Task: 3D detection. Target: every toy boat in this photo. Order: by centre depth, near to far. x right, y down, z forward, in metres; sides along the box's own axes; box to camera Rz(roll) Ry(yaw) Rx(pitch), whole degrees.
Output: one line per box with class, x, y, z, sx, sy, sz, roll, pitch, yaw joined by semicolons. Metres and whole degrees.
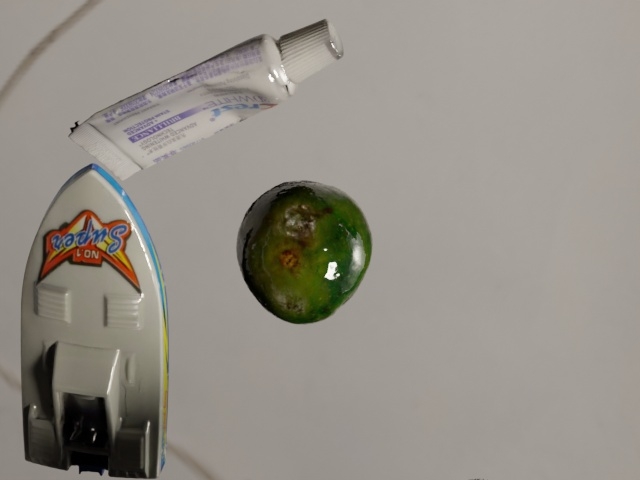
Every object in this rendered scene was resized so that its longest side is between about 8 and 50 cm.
toy boat;-0.193;0.070;1.517;0.129;0.088;0.295;7;118;7

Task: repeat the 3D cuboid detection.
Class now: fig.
fig;0.000;0.000;1.503;0.117;0.177;0.117;5;103;22

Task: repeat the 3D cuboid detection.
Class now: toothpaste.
toothpaste;-0.108;-0.144;1.791;0.282;0.068;0.099;-26;118;13

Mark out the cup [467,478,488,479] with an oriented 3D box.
cup;0.096;0.358;1.350;0.253;0.253;0.274;-35;89;27
